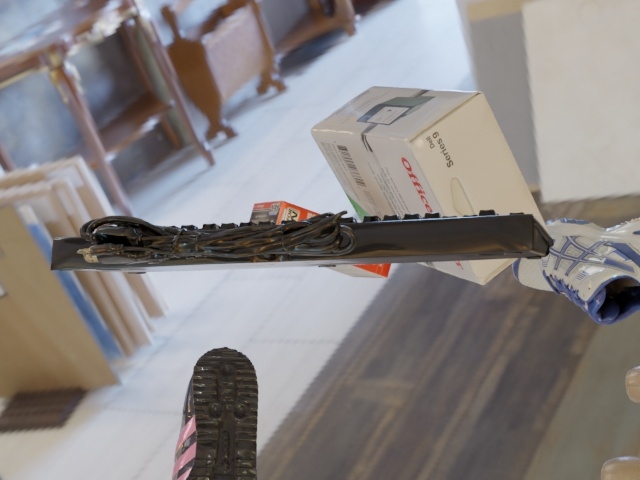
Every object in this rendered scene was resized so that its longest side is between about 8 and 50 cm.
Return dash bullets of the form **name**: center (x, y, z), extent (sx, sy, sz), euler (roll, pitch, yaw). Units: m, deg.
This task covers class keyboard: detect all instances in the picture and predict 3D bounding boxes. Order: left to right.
- **keyboard**: center (-0.024, 0.000, 0.698), extent (0.317, 0.033, 0.201), euler (-3, -4, 17)

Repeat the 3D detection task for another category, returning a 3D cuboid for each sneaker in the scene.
- **sneaker**: center (-0.134, 0.304, 1.406), extent (0.112, 0.131, 0.319), euler (12, 60, -7)
- **sneaker**: center (0.360, 0.047, 1.495), extent (0.296, 0.112, 0.131), euler (-10, 47, 53)

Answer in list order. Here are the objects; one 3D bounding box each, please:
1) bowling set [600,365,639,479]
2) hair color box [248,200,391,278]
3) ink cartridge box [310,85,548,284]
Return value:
- **bowling set**: center (0.373, 0.147, 1.022), extent (0.154, 0.200, 0.287), euler (-8, -12, 35)
- **hair color box**: center (0.000, 0.000, 1.407), extent (0.093, 0.167, 0.053), euler (-1, 73, 63)
- **ink cartridge box**: center (0.134, -0.079, 1.433), extent (0.121, 0.211, 0.289), euler (-35, 21, -15)
